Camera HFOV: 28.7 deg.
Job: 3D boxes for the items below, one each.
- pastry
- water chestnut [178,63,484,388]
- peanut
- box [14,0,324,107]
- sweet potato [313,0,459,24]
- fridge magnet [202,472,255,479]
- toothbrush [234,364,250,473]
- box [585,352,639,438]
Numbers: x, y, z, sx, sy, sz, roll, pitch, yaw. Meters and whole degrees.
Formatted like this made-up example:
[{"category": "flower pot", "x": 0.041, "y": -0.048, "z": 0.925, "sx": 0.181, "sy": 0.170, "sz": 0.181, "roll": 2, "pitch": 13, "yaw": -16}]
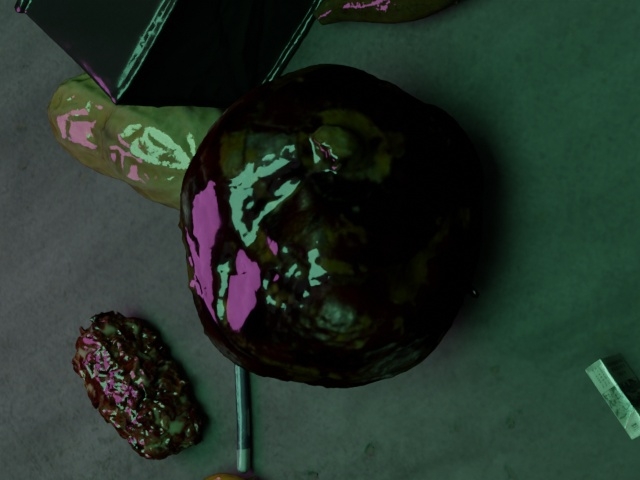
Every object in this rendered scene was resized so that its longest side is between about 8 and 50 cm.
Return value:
[{"category": "pastry", "x": -0.240, "y": 0.191, "z": 1.623, "sx": 0.208, "sy": 0.097, "sz": 0.115, "roll": 55, "pitch": 130, "yaw": 18}, {"category": "water chestnut", "x": 0.000, "y": 0.000, "z": 1.339, "sx": 0.347, "sy": 0.335, "sz": 0.335, "roll": -39, "pitch": 68, "yaw": 62}, {"category": "peanut", "x": -0.218, "y": -0.131, "z": 1.557, "sx": 0.313, "sy": 0.152, "sz": 0.152, "roll": 27, "pitch": 108, "yaw": 33}, {"category": "box", "x": -0.132, "y": -0.335, "z": 1.416, "sx": 0.204, "sy": 0.251, "sz": 0.345, "roll": 45, "pitch": 117, "yaw": 24}, {"category": "sweet potato", "x": 0.098, "y": -0.279, "z": 1.372, "sx": 0.243, "sy": 0.077, "sz": 0.077, "roll": -13, "pitch": 85, "yaw": 44}, {"category": "fridge magnet", "x": -0.111, "y": 0.360, "z": 1.559, "sx": 0.143, "sy": 0.063, "sz": 0.143, "roll": 3, "pitch": 95, "yaw": 33}, {"category": "toothbrush", "x": -0.100, "y": 0.147, "z": 1.564, "sx": 0.026, "sy": 0.024, "sz": 0.288, "roll": -2, "pitch": 91, "yaw": 21}, {"category": "box", "x": 0.307, "y": 0.156, "z": 1.258, "sx": 0.024, "sy": 0.054, "sz": 0.083, "roll": -41, "pitch": 70, "yaw": 27}]
